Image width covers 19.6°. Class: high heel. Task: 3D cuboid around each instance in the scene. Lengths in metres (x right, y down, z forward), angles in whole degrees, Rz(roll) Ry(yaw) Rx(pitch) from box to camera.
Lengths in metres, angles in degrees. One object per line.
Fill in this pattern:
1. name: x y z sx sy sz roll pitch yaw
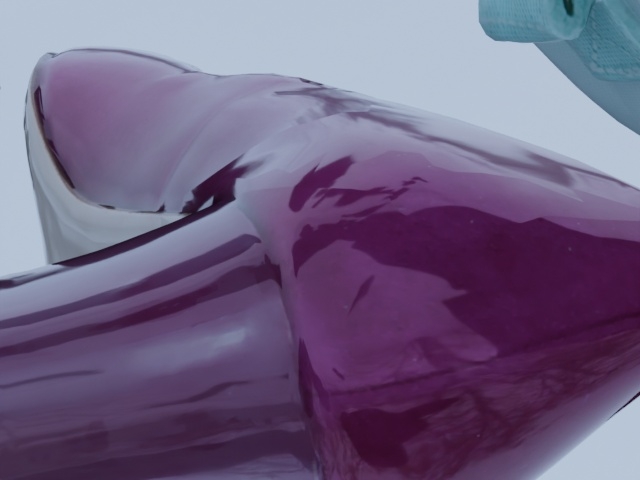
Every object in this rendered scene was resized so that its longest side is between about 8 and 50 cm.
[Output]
1. high heel: 0.000 0.000 0.571 0.181 0.127 0.377 -10 -163 0

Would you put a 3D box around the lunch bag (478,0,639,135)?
1. lunch bag: 0.076 -0.155 0.320 0.224 0.279 0.108 -47 -161 -17
